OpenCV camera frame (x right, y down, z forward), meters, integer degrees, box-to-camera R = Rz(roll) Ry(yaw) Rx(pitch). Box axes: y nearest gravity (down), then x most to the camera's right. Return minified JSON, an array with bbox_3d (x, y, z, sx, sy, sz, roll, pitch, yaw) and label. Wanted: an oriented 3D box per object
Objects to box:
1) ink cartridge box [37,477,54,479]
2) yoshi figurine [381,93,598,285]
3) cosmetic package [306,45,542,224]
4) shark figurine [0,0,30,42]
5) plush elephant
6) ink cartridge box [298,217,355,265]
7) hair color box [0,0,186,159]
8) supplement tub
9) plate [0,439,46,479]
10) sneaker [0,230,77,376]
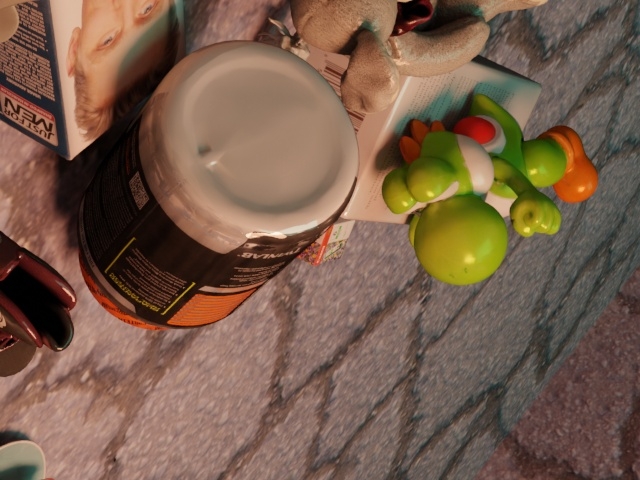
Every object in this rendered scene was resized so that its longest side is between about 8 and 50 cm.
[{"bbox_3d":[-0.386,0.427,1.763,0.272,0.130,0.309,-6,126,-58],"label":"ink cartridge box"},{"bbox_3d":[0.199,-0.039,2.009,0.362,0.203,0.204,-15,136,-56],"label":"yoshi figurine"},{"bbox_3d":[0.107,-0.153,2.130,0.453,0.161,0.230,5,112,-64],"label":"cosmetic package"},{"bbox_3d":[-0.314,-0.157,1.324,0.278,0.166,0.116,-47,-161,40],"label":"shark figurine"},{"bbox_3d":[0.056,-0.277,1.752,0.330,0.272,0.255,-38,-176,4],"label":"plush elephant"},{"bbox_3d":[0.000,0.000,2.251,0.115,0.029,0.063,-15,130,-60],"label":"ink cartridge box"},{"bbox_3d":[-0.212,-0.258,1.430,0.174,0.105,0.347,-44,152,-33],"label":"hair color box"},{"bbox_3d":[-0.116,-0.038,1.620,0.207,0.207,0.338,-46,-177,-32],"label":"supplement tub"},{"bbox_3d":[-0.376,0.298,1.825,0.188,0.024,0.188,-46,154,-31],"label":"plate"},{"bbox_3d":[-0.292,0.080,1.571,0.106,0.162,0.281,-52,155,-20],"label":"sneaker"}]
